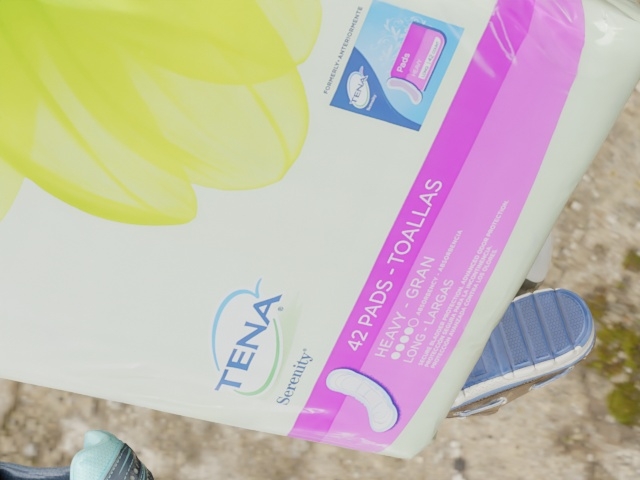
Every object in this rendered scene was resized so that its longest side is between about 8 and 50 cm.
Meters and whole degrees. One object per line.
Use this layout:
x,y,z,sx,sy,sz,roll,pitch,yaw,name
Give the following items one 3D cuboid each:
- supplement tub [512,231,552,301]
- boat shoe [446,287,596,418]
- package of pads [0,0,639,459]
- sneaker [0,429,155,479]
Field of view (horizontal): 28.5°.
0.000,0.000,0.969,0.316,0.194,0.193,-22,69,24,supplement tub
0.087,0.088,0.802,0.183,0.066,0.066,-15,59,11,boat shoe
-0.050,-0.040,0.500,0.101,0.297,0.229,-106,36,-56,package of pads
-0.226,0.194,0.801,0.283,0.110,0.122,-20,111,7,sneaker
